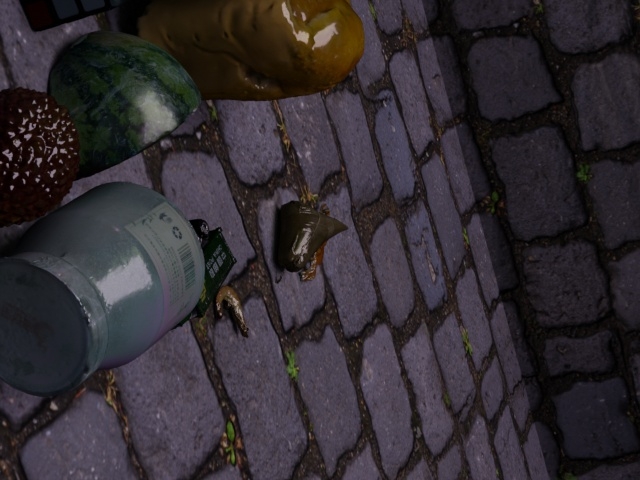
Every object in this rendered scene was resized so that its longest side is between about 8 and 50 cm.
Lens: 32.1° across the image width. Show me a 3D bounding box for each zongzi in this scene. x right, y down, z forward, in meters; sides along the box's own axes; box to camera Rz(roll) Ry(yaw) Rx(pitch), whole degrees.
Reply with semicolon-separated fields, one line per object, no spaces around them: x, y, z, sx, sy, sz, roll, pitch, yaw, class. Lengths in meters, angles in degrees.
-0.011;0.020;2.412;0.178;0.081;0.189;21;57;-31;zongzi

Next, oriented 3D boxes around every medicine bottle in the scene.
-0.332;0.069;1.565;0.290;0.245;0.245;-41;116;-61;medicine bottle

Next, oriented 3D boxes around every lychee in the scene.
-0.426;-0.108;1.514;0.188;0.188;0.188;39;44;-54;lychee

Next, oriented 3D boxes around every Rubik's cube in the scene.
-0.386;-0.444;1.775;0.160;0.163;0.162;-53;128;-59;Rubik's cube

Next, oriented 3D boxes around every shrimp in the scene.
-0.173;0.144;2.131;0.083;0.023;0.114;-36;106;-60;shrimp

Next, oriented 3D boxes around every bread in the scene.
-0.115;-0.383;2.101;0.361;0.394;0.250;-55;145;-60;bread

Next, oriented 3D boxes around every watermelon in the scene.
-0.331;-0.225;1.837;0.224;0.180;0.305;28;40;0;watermelon

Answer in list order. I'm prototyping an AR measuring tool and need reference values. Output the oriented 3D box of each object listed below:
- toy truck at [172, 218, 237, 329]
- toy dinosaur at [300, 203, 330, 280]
-0.242;0.061;1.943;0.121;0.088;0.259;67;25;-23;toy truck
0.000;0.000;2.531;0.212;0.057;0.142;-32;117;-61;toy dinosaur
